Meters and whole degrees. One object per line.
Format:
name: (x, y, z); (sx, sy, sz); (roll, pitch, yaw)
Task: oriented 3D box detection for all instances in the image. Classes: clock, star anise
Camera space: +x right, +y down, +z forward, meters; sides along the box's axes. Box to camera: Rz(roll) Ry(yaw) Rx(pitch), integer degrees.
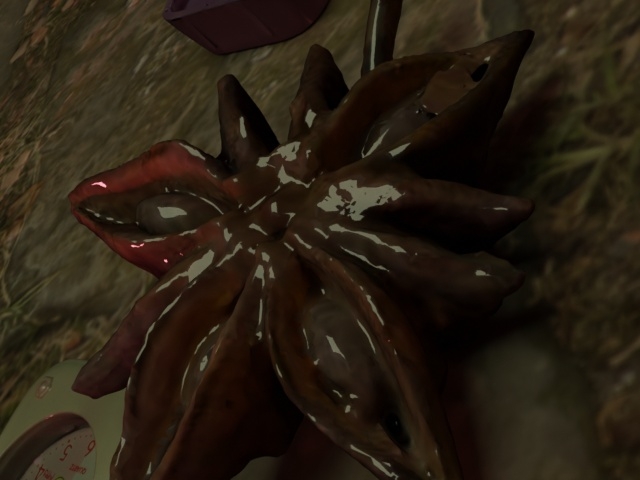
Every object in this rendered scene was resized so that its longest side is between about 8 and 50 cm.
clock: (-0.048, -0.206, 0.899); (0.153, 0.050, 0.110); (-1, 58, 49)
clock: (-0.146, 0.164, 0.655); (0.151, 0.062, 0.191); (3, 62, 50)
star anise: (-0.002, 0.000, 0.600); (0.292, 0.109, 0.349); (-22, 51, 3)
